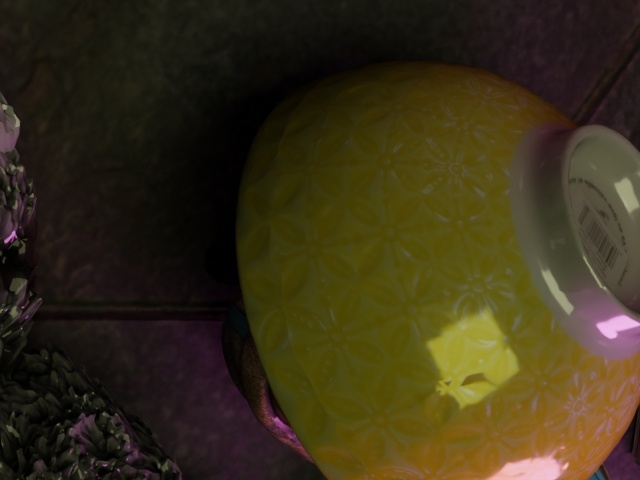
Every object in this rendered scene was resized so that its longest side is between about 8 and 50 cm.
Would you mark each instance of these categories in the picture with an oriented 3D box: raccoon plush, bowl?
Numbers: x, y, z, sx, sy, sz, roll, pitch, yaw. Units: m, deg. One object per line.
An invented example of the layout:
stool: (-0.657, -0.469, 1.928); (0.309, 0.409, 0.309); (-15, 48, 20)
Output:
raccoon plush: (-0.084, 0.134, 0.944); (0.299, 0.216, 0.446); (-4, 110, -33)
bowl: (0.107, 0.016, 0.920); (0.289, 0.156, 0.289); (26, 54, -41)

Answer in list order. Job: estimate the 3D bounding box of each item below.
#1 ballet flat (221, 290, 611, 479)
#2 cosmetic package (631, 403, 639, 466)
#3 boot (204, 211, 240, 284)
ballet flat: (0.067, 0.120, 1.051); (0.348, 0.123, 0.123); (35, 91, -37)
cosmetic package: (0.393, 0.096, 1.202); (0.309, 0.113, 0.160); (-5, 111, -25)
boot: (0.000, 0.000, 1.020); (0.121, 0.045, 0.099); (-49, 127, -1)
